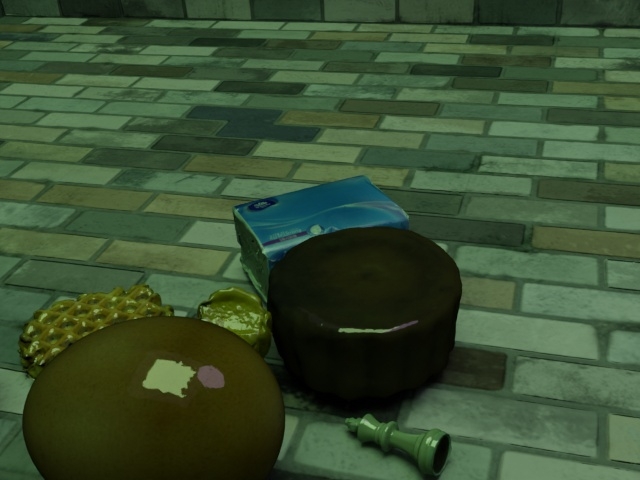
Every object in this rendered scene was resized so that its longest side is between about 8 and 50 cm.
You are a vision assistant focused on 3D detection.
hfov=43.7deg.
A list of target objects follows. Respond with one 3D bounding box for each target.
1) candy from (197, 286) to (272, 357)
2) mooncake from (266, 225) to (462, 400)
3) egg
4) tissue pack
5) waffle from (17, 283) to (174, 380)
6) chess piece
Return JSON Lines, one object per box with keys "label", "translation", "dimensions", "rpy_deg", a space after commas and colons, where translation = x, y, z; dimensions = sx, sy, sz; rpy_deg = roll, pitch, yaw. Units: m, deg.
{"label": "candy", "translation": [-0.119, 0.140, 1.154], "dimensions": [0.106, 0.199, 0.094], "rpy_deg": [20, 69, 7]}
{"label": "mooncake", "translation": [0.062, 0.110, 1.197], "dimensions": [0.290, 0.161, 0.290], "rpy_deg": [-3, 33, 2]}
{"label": "egg", "translation": [-0.202, 0.215, 0.965], "dimensions": [0.322, 0.250, 0.250], "rpy_deg": [2, 31, 13]}
{"label": "tissue pack", "translation": [0.000, 0.000, 1.400], "dimensions": [0.263, 0.146, 0.198], "rpy_deg": [-15, 32, -17]}
{"label": "waffle", "translation": [-0.357, 0.155, 1.284], "dimensions": [0.254, 0.052, 0.245], "rpy_deg": [-13, 33, -15]}
{"label": "chess piece", "translation": [0.096, 0.258, 1.052], "dimensions": [0.149, 0.059, 0.059], "rpy_deg": [13, 35, 35]}
